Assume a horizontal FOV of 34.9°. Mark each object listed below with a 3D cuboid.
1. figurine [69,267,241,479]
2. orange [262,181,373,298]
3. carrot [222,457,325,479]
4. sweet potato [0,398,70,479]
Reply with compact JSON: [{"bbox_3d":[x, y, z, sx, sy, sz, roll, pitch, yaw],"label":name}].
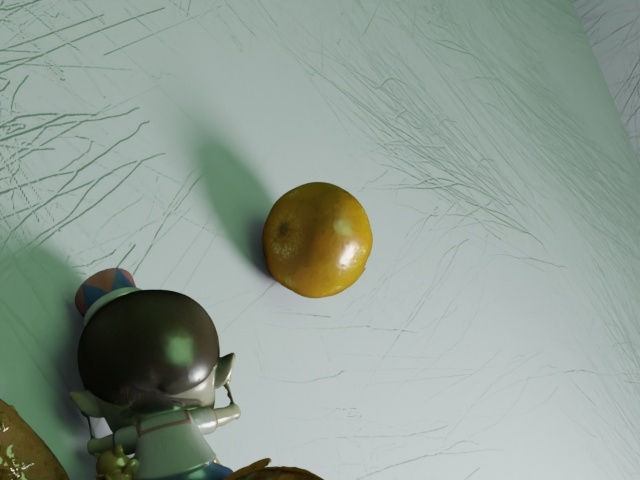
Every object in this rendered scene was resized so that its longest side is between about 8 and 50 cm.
[{"bbox_3d":[-0.161,0.149,0.997,0.161,0.158,0.275,-9,67,-12],"label":"figurine"},{"bbox_3d":[0.000,0.000,1.329,0.134,0.154,0.155,11,55,-39],"label":"orange"},{"bbox_3d":[0.013,0.370,0.937,0.341,0.224,0.224,57,25,-45],"label":"carrot"},{"bbox_3d":[-0.346,0.134,0.790,0.385,0.109,0.109,36,39,-25],"label":"sweet potato"}]
